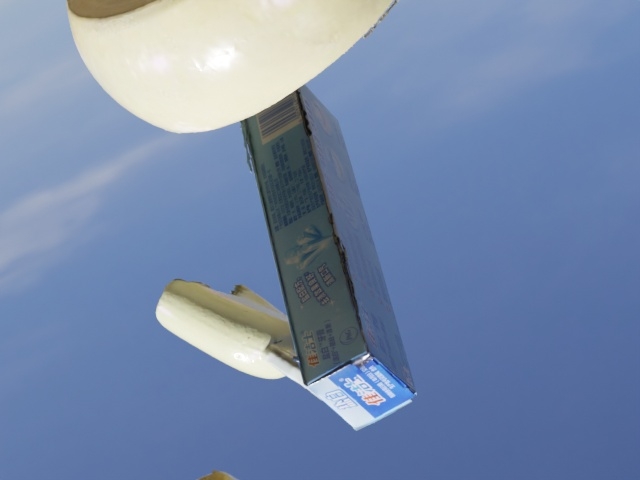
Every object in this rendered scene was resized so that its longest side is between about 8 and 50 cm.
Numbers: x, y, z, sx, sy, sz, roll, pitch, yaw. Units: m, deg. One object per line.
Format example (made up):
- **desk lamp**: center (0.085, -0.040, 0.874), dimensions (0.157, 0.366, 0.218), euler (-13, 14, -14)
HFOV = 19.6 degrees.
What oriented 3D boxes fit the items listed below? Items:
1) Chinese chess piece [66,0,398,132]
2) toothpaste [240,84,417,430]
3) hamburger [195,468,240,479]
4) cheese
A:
- **Chinese chess piece**: center (-0.050, -0.185, 1.207), dimensions (0.251, 0.097, 0.251), euler (-28, -148, 19)
- **toothpaste**: center (0.000, 0.000, 1.241), dimensions (0.053, 0.066, 0.272), euler (-30, -136, 15)
- **hamburger**: center (-0.127, 0.334, 1.704), dimensions (0.295, 0.151, 0.227), euler (-27, -162, 51)
- **cheese**: center (-0.037, 0.085, 1.439), dimensions (0.235, 0.127, 0.050), euler (30, -84, 41)
